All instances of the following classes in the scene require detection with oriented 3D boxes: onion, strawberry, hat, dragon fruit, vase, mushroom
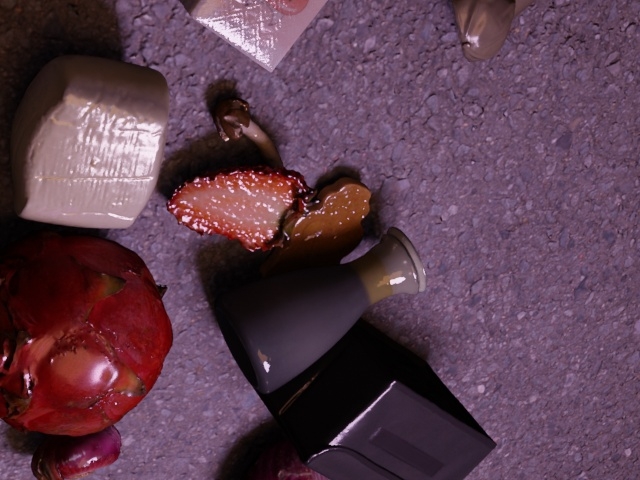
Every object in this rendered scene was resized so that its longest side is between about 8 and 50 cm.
[{"bbox_3d":[-0.043,0.476,2.189,0.230,0.272,0.256,32,97,-14],"label":"onion"},{"bbox_3d":[-0.117,-0.074,1.839,0.208,0.087,0.167,22,129,-22],"label":"strawberry"},{"bbox_3d":[0.284,-0.358,1.849,0.173,0.144,0.166,-19,135,13],"label":"hat"},{"bbox_3d":[-0.362,0.131,1.717,0.301,0.295,0.295,18,112,-52],"label":"dragon fruit"},{"bbox_3d":[-0.398,0.310,1.941,0.150,0.150,0.140,-21,91,-16],"label":"onion"},{"bbox_3d":[0.006,0.097,1.946,0.321,0.173,0.173,-27,131,-15],"label":"vase"},{"bbox_3d":[-0.101,-0.143,1.820,0.060,0.061,0.187,-18,140,20],"label":"mushroom"}]

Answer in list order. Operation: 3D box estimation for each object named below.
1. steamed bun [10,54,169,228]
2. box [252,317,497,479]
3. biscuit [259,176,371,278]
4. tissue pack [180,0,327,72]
[{"bbox_3d":[-0.316,-0.139,1.634,0.200,0.155,0.250,4,126,-28],"label":"steamed bun"},{"bbox_3d":[0.089,0.292,2.105,0.204,0.251,0.345,-47,133,7],"label":"box"},{"bbox_3d":[-0.002,-0.001,1.988,0.144,0.040,0.236,13,115,-42],"label":"biscuit"},{"bbox_3d":[-0.031,-0.404,1.666,0.170,0.071,0.325,32,103,-39],"label":"tissue pack"}]
